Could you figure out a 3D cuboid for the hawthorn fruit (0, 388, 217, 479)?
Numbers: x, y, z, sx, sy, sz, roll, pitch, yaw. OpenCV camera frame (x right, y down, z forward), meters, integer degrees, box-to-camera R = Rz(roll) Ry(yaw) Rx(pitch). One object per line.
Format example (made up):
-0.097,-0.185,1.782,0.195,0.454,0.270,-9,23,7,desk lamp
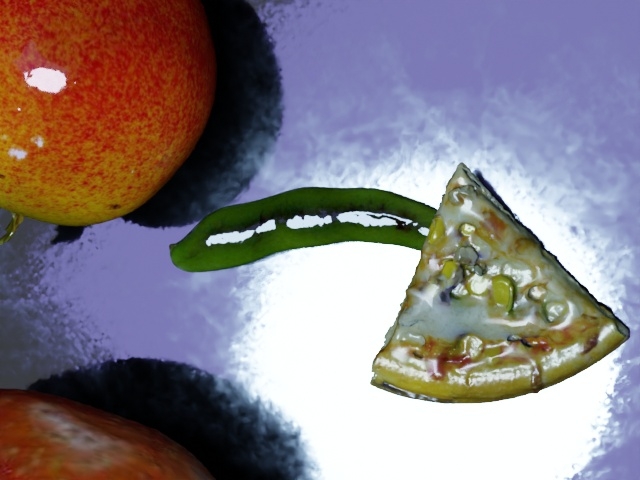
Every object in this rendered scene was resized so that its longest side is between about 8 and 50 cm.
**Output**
-0.226,0.214,1.060,0.369,0.284,0.285,38,97,22,hawthorn fruit

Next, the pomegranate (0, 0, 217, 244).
-0.189,-0.104,1.082,0.221,0.221,0.257,41,114,8,pomegranate

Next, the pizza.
0.125,0.033,1.089,0.184,0.036,0.176,0,107,5,pizza

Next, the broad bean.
0.001,-0.005,1.130,0.226,0.039,0.069,3,90,8,broad bean
